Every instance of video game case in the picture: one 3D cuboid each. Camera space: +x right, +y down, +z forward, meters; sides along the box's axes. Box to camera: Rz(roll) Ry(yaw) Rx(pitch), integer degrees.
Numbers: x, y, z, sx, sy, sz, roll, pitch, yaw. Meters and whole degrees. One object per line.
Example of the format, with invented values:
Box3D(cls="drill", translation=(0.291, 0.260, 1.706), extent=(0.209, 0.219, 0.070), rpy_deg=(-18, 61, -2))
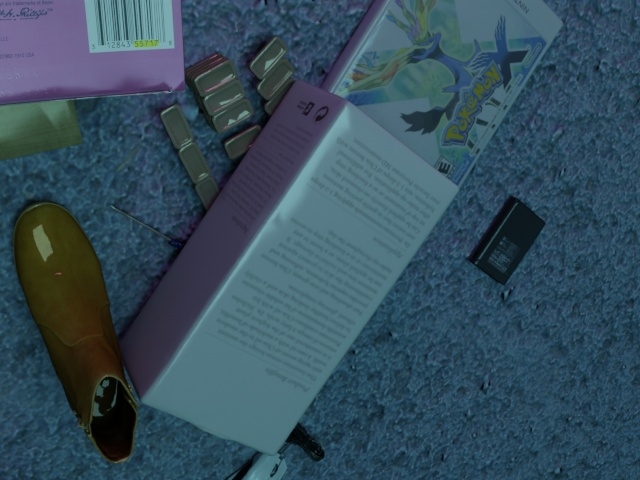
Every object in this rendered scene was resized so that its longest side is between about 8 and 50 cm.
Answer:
Box3D(cls="video game case", translation=(0.191, -0.276, 1.199), extent=(0.300, 0.036, 0.329), rpy_deg=(31, 93, -34))

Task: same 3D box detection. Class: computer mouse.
Box3D(cls="computer mouse", translation=(-0.087, 0.383, 1.297), extent=(0.193, 0.042, 0.106), rpy_deg=(-43, 124, -8))

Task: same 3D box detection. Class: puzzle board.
Box3D(cls="puzzle board", translation=(-0.360, -0.150, 0.958), extent=(0.128, 0.011, 0.096), rpy_deg=(-17, 115, -23))

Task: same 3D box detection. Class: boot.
Box3D(cls="boot", translation=(-0.289, 0.111, 0.978), extent=(0.104, 0.211, 0.295), rpy_deg=(-19, 117, -23))

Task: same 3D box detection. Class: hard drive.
Box3D(cls="hard drive", translation=(0.328, 0.002, 1.391), extent=(0.094, 0.022, 0.135), rpy_deg=(33, 91, -34))

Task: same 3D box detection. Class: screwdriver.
Box3D(cls="screwdriver", translation=(-0.219, -0.005, 1.088), extent=(0.170, 0.024, 0.025), rpy_deg=(28, 123, -31))

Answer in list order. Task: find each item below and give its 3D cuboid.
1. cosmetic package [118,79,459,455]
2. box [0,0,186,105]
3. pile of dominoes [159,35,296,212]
Box3D(cls="cosmetic package", translation=(-0.047, 0.040, 1.083), extent=(0.230, 0.161, 0.453), rpy_deg=(33, 93, -33))
Box3D(cls="box", translation=(-0.281, -0.225, 0.833), extent=(0.214, 0.243, 0.117), rpy_deg=(-10, 113, -25))
Box3D(cls="pile of dominoes", translation=(-0.103, -0.139, 1.104), extent=(0.196, 0.040, 0.251), rpy_deg=(-33, 130, -15))
